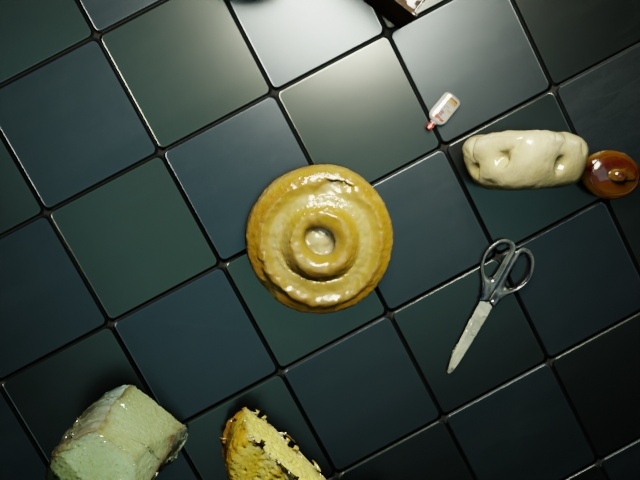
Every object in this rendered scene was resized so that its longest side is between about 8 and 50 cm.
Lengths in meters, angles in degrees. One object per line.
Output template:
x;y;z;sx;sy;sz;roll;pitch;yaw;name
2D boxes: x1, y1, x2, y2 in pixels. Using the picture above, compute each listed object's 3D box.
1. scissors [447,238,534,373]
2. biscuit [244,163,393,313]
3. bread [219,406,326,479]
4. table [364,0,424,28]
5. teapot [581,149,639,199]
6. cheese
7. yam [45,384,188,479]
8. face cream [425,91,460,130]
0.333;0.140;1.856;0.109;0.022;0.300;27;95;-4;scissors
0.000;0.000;1.771;0.296;0.102;0.296;-1;100;-5;biscuit
-0.102;0.465;1.793;0.147;0.160;0.260;-42;105;7;bread
0.157;-0.527;1.682;0.172;0.169;0.193;36;92;-9;table
0.577;-0.131;1.814;0.129;0.078;0.098;10;96;-6;teapot
0.389;-0.153;1.733;0.235;0.218;0.117;-2;94;17;cheese
-0.390;0.412;1.704;0.202;0.271;0.201;40;94;-2;yam
0.239;-0.252;1.797;0.040;0.021;0.083;38;93;-8;face cream
